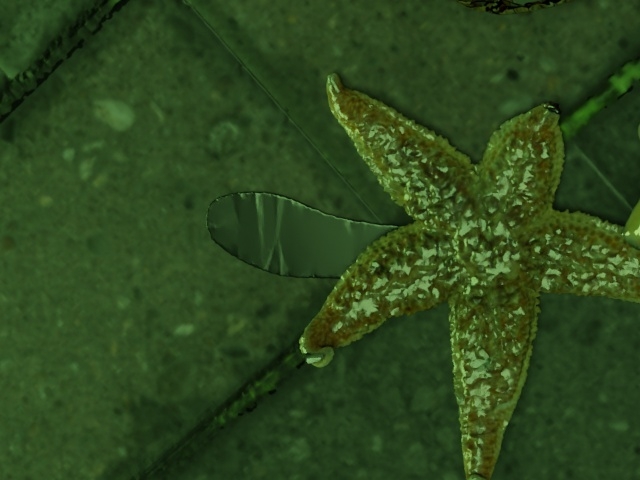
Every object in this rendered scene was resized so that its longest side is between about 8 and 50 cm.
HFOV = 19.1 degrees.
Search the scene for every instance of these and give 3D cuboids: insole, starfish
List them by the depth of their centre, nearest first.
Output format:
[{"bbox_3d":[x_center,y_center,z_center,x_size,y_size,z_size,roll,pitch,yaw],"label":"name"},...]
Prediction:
[{"bbox_3d":[0.105,0.027,1.163,0.295,0.048,0.231,26,95,4],"label":"starfish"},{"bbox_3d":[0.000,0.000,1.206,0.153,0.002,0.053,8,104,13],"label":"insole"}]

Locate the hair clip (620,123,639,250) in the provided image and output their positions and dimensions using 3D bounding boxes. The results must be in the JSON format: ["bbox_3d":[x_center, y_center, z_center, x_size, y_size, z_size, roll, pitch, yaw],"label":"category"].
[{"bbox_3d":[0.231,-0.090,1.086,0.062,0.056,0.214,30,101,1],"label":"hair clip"}]

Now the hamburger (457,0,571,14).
[{"bbox_3d":[0.109,-0.241,1.074,0.231,0.107,0.231,2,104,9],"label":"hamburger"}]
